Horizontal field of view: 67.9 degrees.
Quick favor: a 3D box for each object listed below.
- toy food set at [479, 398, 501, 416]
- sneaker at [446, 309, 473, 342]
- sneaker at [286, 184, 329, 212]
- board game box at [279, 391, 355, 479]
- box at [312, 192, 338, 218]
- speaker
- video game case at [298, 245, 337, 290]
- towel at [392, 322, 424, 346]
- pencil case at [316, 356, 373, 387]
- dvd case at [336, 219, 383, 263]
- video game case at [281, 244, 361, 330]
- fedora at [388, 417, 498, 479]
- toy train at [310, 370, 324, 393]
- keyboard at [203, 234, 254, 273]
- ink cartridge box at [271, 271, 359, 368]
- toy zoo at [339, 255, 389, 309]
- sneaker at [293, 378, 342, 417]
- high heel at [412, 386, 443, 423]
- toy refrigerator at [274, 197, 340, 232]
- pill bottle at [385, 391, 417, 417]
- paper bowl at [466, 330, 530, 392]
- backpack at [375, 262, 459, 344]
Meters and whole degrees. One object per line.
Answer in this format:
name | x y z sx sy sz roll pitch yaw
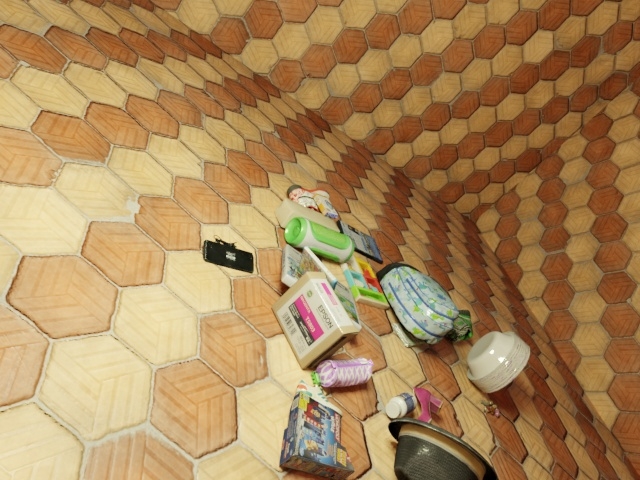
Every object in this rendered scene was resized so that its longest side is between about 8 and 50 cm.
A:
toy food set | 0.736 0.719 2.040 0.122 0.019 0.078 22 33 -38
sneaker | 0.611 0.399 2.217 0.343 0.134 0.146 9 58 -39
sneaker | -0.033 -0.167 2.192 0.270 0.090 0.145 7 48 -51
board game box | -0.002 0.522 1.226 0.194 0.060 0.194 37 26 -16
box | 0.025 -0.148 2.114 0.081 0.028 0.136 14 41 -49
speaker | 0.000 0.000 1.940 0.296 0.131 0.131 21 34 -39
video game case | -0.011 0.113 1.560 0.015 0.119 0.166 -23 57 -33
towel | 0.373 0.393 2.003 0.152 0.023 0.113 9 43 -50
pencil case | 0.080 0.409 1.482 0.206 0.088 0.086 10 45 -48
dvd case | 0.193 0.008 2.325 0.253 0.022 0.180 26 32 -33
video game case | -0.002 0.166 1.717 0.329 0.036 0.300 37 13 -15
fedora | 0.318 0.650 1.332 0.334 0.334 0.152 40 56 -8
toy train | -0.009 0.423 1.405 0.017 0.024 0.083 22 34 -38
keyboard | -0.303 0.047 1.554 0.192 0.038 0.100 21 57 -41
ink cartridge box | -0.023 0.243 1.462 0.088 0.193 0.235 9 42 -51
toy zoo | 0.175 0.160 2.059 0.192 0.030 0.293 21 34 -39
sneaker | -0.001 0.447 1.342 0.161 0.057 0.075 33 33 -16
high heel | 0.328 0.585 1.617 0.117 0.082 0.244 23 31 25
toy refrigerator | -0.056 -0.074 2.012 0.269 0.094 0.102 22 26 -39
pill bottle | 0.264 0.544 1.566 0.120 0.067 0.067 3 47 -54
paper bowl | 0.755 0.512 2.075 0.148 0.284 0.284 43 26 2
backpack | 0.424 0.270 2.021 0.290 0.273 0.355 32 35 -29
